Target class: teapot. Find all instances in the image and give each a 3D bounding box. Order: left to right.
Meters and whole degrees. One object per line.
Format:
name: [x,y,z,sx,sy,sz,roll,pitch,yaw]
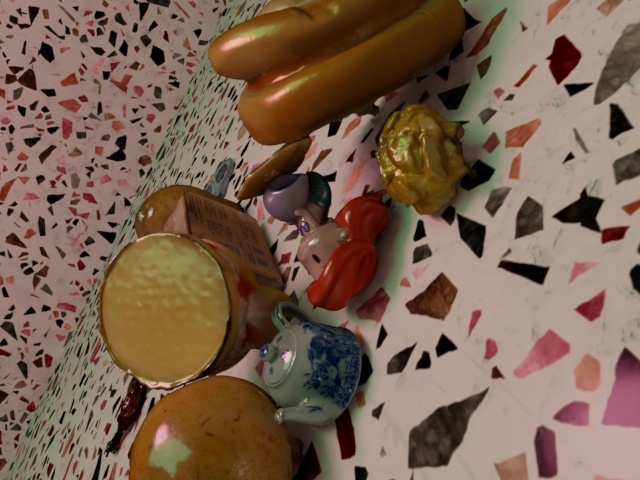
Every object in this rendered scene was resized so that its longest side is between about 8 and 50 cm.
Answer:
teapot: [-0.029,0.188,0.909,0.159,0.159,0.231,-47,31,28]

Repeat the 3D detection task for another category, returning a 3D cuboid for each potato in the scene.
potato: [-0.346,-0.037,1.527,0.229,0.266,0.229,-29,49,40]

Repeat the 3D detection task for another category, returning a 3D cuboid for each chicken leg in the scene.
chicken leg: [-0.539,0.473,1.654,0.106,0.051,0.253,-12,56,64]

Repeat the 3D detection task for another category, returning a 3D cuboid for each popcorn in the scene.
popcorn: [0.151,-0.121,0.885,0.148,0.152,0.167,6,-96,-83]

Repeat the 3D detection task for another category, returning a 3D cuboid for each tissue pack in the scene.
tissue pack: [-0.246,0.069,1.327,0.238,0.239,0.305,-55,30,16]

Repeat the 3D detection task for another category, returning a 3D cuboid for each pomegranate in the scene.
pomegranate: [-0.155,0.330,0.891,0.264,0.264,0.264,-41,34,37]

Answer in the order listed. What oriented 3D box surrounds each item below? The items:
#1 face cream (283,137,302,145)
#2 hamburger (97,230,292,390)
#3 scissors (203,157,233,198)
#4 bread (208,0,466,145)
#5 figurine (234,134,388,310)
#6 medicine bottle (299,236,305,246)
face cream: [-0.067,-0.248,1.482,0.130,0.034,0.034,-58,27,10]
hamburger: [-0.210,0.116,1.029,0.303,0.186,0.260,-6,83,24]
scissors: [-0.311,-0.118,1.800,0.191,0.029,0.360,-51,29,20]
bread: [0.034,-0.335,1.041,0.424,0.245,0.329,-30,3,-3]
figurine: [0.009,-0.031,0.976,0.181,0.257,0.208,-38,-3,28]
medicine bottle: [0.000,0.000,1.131,0.083,0.047,0.047,-28,44,50]
